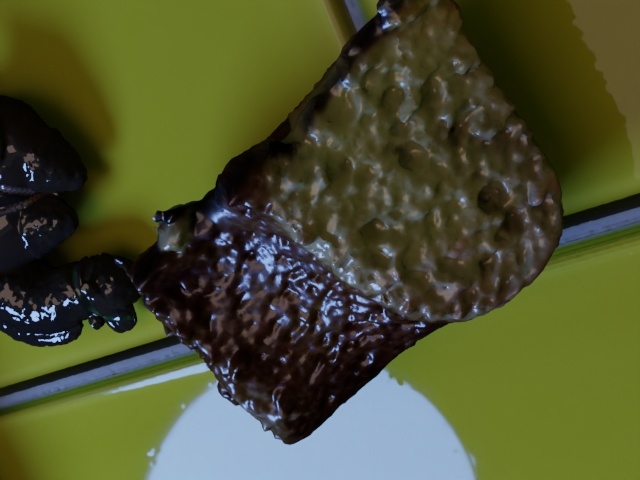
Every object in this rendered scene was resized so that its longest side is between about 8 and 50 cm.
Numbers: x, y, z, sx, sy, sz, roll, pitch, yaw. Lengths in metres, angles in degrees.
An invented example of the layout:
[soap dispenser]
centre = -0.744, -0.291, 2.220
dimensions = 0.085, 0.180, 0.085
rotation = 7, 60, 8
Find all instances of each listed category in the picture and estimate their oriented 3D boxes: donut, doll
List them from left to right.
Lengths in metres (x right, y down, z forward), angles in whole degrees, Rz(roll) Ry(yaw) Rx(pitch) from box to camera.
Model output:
[doll]
centre = -0.165, -0.012, 0.627
dimensions = 0.165, 0.057, 0.139
rotation = 20, 115, 12
[donut]
centre = 0.008, -0.007, 0.503
dimensions = 0.187, 0.144, 0.126
rotation = -39, 92, 3
